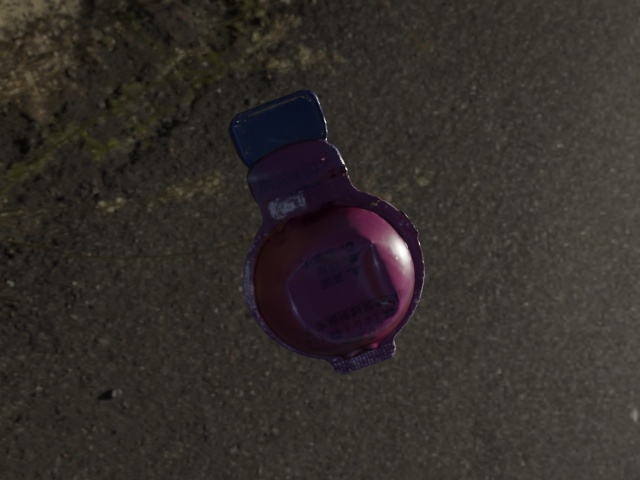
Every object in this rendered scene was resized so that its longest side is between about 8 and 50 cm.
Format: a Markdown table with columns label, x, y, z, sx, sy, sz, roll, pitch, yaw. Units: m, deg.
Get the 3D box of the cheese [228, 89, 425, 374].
| label | x | y | z | sx | sy | sz | roll | pitch | yaw |
| --- | --- | --- | --- | --- | --- | --- | --- | --- | --- |
| cheese | 0.000 | 0.000 | 0.721 | 0.062 | 0.155 | 0.244 | -115 | -176 | -71 |
